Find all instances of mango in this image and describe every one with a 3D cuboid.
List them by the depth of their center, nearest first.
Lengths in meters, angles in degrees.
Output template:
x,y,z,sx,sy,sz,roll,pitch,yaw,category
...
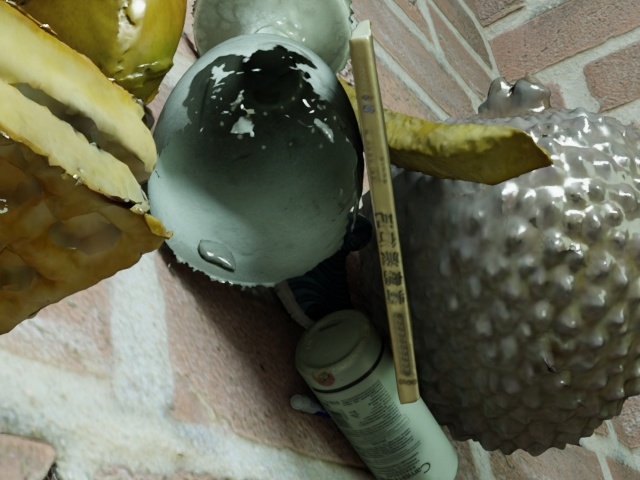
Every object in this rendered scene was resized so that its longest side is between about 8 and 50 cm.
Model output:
x,y,z,sx,sy,sz,roll,pitch,yaw,category
-0.177,-0.203,0.798,0.156,0.151,0.248,96,-19,-59,mango

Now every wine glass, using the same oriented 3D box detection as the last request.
x,y,z,sx,sy,sz,roll,pitch,yaw,category
-0.052,-0.120,0.968,0.190,0.190,0.357,54,21,-29,wine glass

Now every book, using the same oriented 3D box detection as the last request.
x,y,z,sx,sy,sz,roll,pitch,yaw,category
0.058,-0.037,0.942,0.217,0.021,0.310,-80,162,-75,book

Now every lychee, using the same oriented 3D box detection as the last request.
x,y,z,sx,sy,sz,roll,pitch,yaw,category
0.228,0.027,1.193,0.380,0.380,0.432,-9,99,-68,lychee

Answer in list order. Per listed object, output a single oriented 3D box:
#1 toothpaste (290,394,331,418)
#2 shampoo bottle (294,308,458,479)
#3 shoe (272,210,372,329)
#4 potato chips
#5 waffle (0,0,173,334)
x,y,z,sx,sy,sz,roll,pitch,yaw,category
-0.006,0.159,1.008,0.083,0.015,0.024,27,42,-66,toothpaste
0.070,0.186,1.043,0.262,0.085,0.085,57,23,-31,shampoo bottle
0.000,0.000,1.066,0.091,0.106,0.207,15,60,-62,shoe
0.088,-0.113,1.090,0.057,0.080,0.407,51,-10,-28,potato chips
-0.234,-0.050,0.424,0.308,0.213,0.091,37,32,-49,waffle
